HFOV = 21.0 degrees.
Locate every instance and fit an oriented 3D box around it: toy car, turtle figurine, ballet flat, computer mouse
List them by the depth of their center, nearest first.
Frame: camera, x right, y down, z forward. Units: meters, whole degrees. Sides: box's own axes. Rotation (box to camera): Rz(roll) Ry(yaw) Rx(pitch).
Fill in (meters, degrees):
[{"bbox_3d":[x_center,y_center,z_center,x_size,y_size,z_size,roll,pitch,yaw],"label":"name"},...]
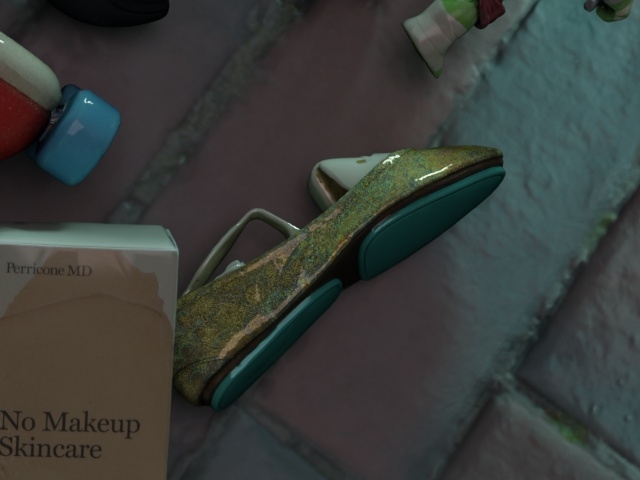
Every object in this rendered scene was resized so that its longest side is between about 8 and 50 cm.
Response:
[{"bbox_3d":[-0.317,-0.066,1.367,0.219,0.210,0.238,34,88,-15],"label":"toy car"},{"bbox_3d":[-0.258,-0.250,1.434,0.262,0.184,0.060,46,59,-38],"label":"computer mouse"},{"bbox_3d":[0.000,0.000,1.454,0.348,0.123,0.123,-38,89,-15],"label":"ballet flat"},{"bbox_3d":[0.182,-0.267,1.538,0.266,0.274,0.198,-31,110,5],"label":"turtle figurine"}]

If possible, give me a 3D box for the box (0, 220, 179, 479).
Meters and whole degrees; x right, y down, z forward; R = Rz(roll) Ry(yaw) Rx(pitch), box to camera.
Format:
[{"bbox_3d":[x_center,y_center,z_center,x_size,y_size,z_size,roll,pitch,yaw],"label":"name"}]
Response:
[{"bbox_3d":[-0.191,0.145,1.336,0.148,0.121,0.311,1,98,-10],"label":"box"}]
